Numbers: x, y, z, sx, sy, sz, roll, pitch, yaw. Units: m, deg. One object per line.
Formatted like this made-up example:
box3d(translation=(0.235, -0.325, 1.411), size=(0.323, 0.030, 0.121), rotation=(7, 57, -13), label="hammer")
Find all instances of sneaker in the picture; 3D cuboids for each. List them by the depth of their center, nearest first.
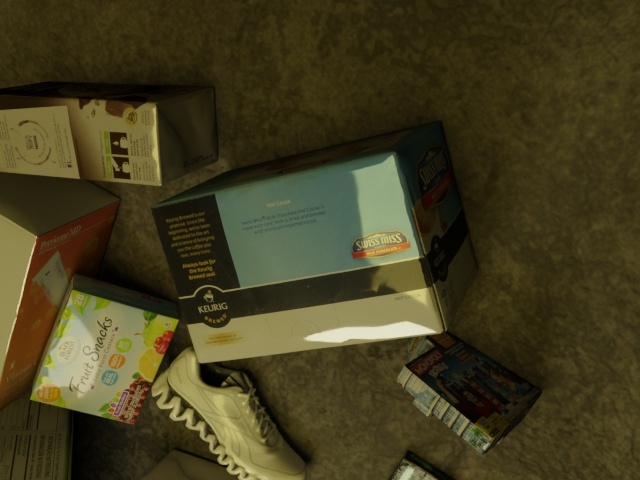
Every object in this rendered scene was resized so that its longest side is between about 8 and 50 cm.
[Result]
box3d(translation=(-0.132, 0.285, 1.317), size=(0.292, 0.110, 0.118), rotation=(38, 108, 6), label="sneaker")

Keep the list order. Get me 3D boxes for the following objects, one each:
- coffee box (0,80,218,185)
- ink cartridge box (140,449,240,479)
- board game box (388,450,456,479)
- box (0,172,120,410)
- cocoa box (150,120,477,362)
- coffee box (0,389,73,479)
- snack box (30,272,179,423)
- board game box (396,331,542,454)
box3d(translation=(-0.322, -0.163, 1.204), size=(0.297, 0.168, 0.118), rotation=(6, 109, 19), label="coffee box")
box3d(translation=(-0.209, 0.563, 1.425), size=(0.207, 0.119, 0.353), rotation=(14, 112, 16), label="ink cartridge box")
box3d(translation=(0.146, 0.433, 1.294), size=(0.126, 0.026, 0.186), rotation=(31, 116, 10), label="board game box")
box3d(translation=(-0.487, 0.068, 1.320), size=(0.168, 0.215, 0.345), rotation=(28, 116, 11), label="box")
box3d(translation=(0.000, 0.000, 1.093), size=(0.347, 0.231, 0.227), rotation=(-11, 102, 24), label="cocoa box")
box3d(translation=(-0.587, 0.467, 1.358), size=(0.335, 0.338, 0.337), rotation=(2, 112, -16), label="coffee box")
box3d(translation=(-0.346, 0.176, 1.321), size=(0.175, 0.070, 0.207), rotation=(20, 106, -21), label="snack box")
box3d(translation=(0.182, 0.195, 1.134), size=(0.194, 0.194, 0.060), rotation=(38, 117, 22), label="board game box")
